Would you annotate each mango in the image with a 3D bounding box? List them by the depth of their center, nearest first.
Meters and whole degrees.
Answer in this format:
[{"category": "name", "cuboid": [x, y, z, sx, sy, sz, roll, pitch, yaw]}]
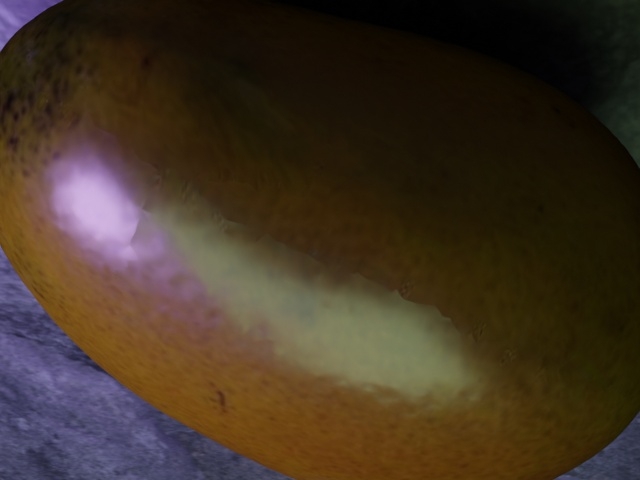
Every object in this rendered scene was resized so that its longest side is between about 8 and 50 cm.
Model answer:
[{"category": "mango", "cuboid": [0.000, 0.000, 0.891, 0.378, 0.221, 0.264, 26, 150, -29]}]
